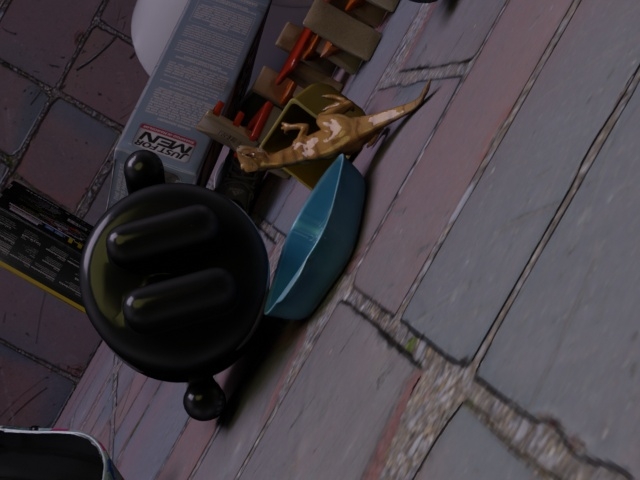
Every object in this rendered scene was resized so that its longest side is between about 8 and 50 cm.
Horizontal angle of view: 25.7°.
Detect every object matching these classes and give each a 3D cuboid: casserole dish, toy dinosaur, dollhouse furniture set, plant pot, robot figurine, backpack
[{"bbox_3d":[0.000,0.000,1.219,0.114,0.037,0.188,-56,10,29],"label":"casserole dish"},{"bbox_3d":[0.028,-0.099,1.275,0.211,0.064,0.112,-21,16,23],"label":"toy dinosaur"},{"bbox_3d":[-0.036,-0.223,1.776,0.259,0.135,0.262,-64,10,-18],"label":"dollhouse furniture set"},{"bbox_3d":[0.002,-0.113,1.438,0.081,0.081,0.083,-53,0,40],"label":"plant pot"},{"bbox_3d":[-0.135,0.044,1.302,0.278,0.173,0.209,107,-174,-79],"label":"robot figurine"},{"bbox_3d":[-0.306,0.301,1.402,0.253,0.191,0.225,-7,41,27],"label":"backpack"}]

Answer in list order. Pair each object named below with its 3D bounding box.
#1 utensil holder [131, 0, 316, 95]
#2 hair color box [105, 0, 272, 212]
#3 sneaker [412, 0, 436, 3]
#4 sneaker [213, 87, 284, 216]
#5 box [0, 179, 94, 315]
[{"bbox_3d":[-0.129,-0.439,2.359,0.385,0.327,0.328,-49,15,56],"label":"utensil holder"},{"bbox_3d":[-0.181,-0.176,1.933,0.185,0.113,0.374,110,179,-49],"label":"hair color box"},{"bbox_3d":[0.152,-0.341,1.293,0.121,0.111,0.300,-94,28,-56],"label":"sneaker"},{"bbox_3d":[-0.099,-0.103,1.963,0.132,0.086,0.229,-78,9,-48],"label":"sneaker"},{"bbox_3d":[-0.329,0.037,1.986,0.079,0.322,0.257,-58,10,6],"label":"box"}]
